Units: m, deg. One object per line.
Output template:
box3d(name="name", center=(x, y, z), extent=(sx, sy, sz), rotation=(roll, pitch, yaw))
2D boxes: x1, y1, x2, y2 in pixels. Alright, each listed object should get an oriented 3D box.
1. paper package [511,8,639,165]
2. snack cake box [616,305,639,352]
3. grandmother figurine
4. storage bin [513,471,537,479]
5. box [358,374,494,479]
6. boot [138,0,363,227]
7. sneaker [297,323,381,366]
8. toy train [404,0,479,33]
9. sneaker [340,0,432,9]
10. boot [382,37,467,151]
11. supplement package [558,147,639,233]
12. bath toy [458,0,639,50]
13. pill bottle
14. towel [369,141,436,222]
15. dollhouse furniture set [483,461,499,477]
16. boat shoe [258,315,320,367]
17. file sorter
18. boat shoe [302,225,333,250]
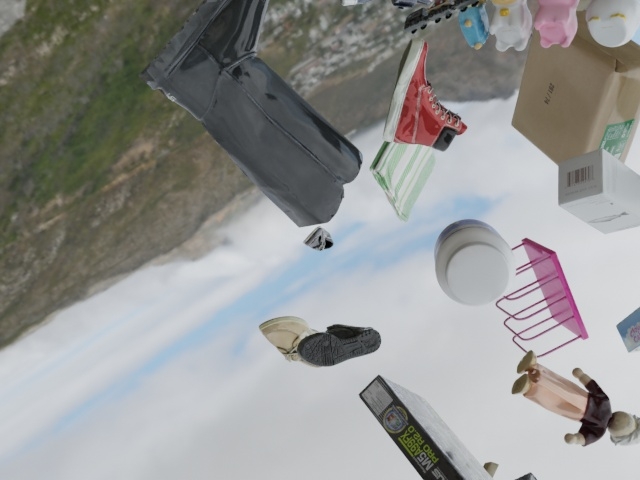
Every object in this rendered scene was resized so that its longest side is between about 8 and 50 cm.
box3d(name="paper package", center=(0.666, -0.373, 1.772), extent=(0.168, 0.325, 0.309), rotation=(-15, -135, -18))
box3d(name="snack cake box", center=(0.917, 0.200, 1.806), extent=(0.152, 0.089, 0.264), rotation=(-7, 152, -12))
box3d(name="grandmother figurine", center=(0.650, 0.415, 1.719), extent=(0.208, 0.342, 0.104), rotation=(-65, -178, -23))
box3d(name="storage bin", center=(0.470, 0.622, 1.560), extent=(0.084, 0.122, 0.180), rotation=(-33, 176, 17))
box3d(name="box", center=(0.212, 0.388, 1.300), extent=(0.060, 0.216, 0.270), rotation=(-47, -130, 5))
box3d(name="boot", center=(-0.069, -0.294, 1.352), extent=(0.367, 0.445, 0.146), rotation=(-54, -159, -13))
box3d(name="sneaker", center=(0.025, 0.158, 1.069), extent=(0.170, 0.051, 0.089), rotation=(-4, -179, -30))
box3d(name="toy train", center=(0.203, -0.386, 1.150), extent=(0.158, 0.027, 0.036), rotation=(-10, -115, 47))
box3d(name="sneaker", center=(0.104, -0.432, 1.094), extent=(0.163, 0.086, 0.226), rotation=(-5, -140, -1))
box3d(name="boot", center=(0.242, -0.307, 1.481), extent=(0.088, 0.176, 0.244), rotation=(-75, 176, -49))
box3d(name="supplement package", center=(0.591, -0.099, 1.444), extent=(0.105, 0.179, 0.105), rotation=(-20, -125, 49))
box3d(name="bath toy", center=(0.457, -0.466, 1.376), extent=(0.348, 0.151, 0.129), rotation=(12, -119, 33))
box3d(name="pill bottle", center=(0.300, 0.044, 1.355), extent=(0.152, 0.152, 0.272), rotation=(-29, -177, 11))
box3d(name="towel", center=(0.255, -0.225, 2.046), extent=(0.038, 0.325, 0.248), rotation=(20, -106, 30))
box3d(name="dollhouse furniture set", center=(0.406, 0.568, 1.583), extent=(0.091, 0.081, 0.114), rotation=(-32, -171, 46))
box3d(name="boat shoe", center=(-0.071, 0.300, 2.009), extent=(0.109, 0.098, 0.302), rotation=(-24, 149, 18))
box3d(name="file sorter", center=(0.629, 0.176, 2.072), extent=(0.182, 0.290, 0.202), rotation=(-26, -166, -2))
box3d(name="boat shoe", center=(0.000, 0.000, 2.277), extent=(0.075, 0.065, 0.206), rotation=(-46, 171, 11))
